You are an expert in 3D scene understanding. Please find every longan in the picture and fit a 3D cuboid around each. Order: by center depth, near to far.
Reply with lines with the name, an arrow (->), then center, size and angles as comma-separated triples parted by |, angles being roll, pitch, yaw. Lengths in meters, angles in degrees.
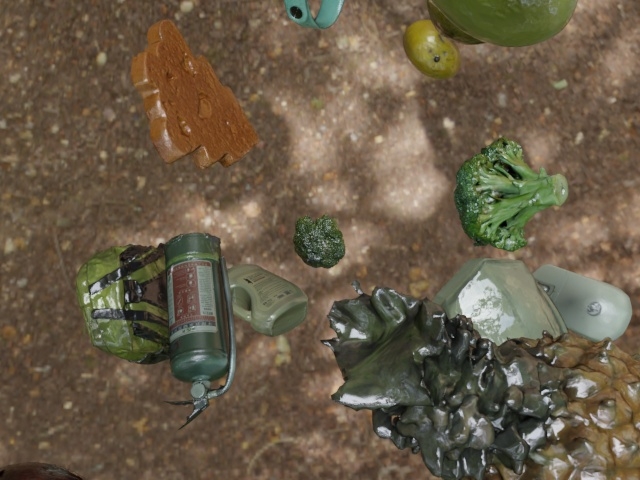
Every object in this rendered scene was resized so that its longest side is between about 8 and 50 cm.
longan -> 0.251, -0.399, 1.428 | 0.154, 0.145, 0.176 | 50, 128, 4

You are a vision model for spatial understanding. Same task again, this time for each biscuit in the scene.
biscuit -> -0.215, -0.226, 1.548 | 0.043, 0.283, 0.306 | -22, 148, 27

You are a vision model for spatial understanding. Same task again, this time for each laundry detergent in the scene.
laundry detergent -> -0.164, 0.135, 2.190 | 0.181, 0.253, 0.091 | -27, 135, -42

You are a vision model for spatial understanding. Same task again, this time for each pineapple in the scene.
pineapple -> 0.153, 0.132, 0.634 | 0.202, 0.202, 0.362 | -36, 125, 25

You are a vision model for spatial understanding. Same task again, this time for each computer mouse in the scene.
computer mouse -> 0.261, 0.217, 1.264 | 0.228, 0.145, 0.429 | -27, 127, -24
computer mouse -> 0.376, 0.088, 1.338 | 0.056, 0.182, 0.089 | 29, 87, -46

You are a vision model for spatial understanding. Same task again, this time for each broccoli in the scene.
broccoli -> 0.440, -0.113, 2.028 | 0.254, 0.269, 0.269 | 10, 135, -42
broccoli -> 0.000, 0.000, 2.291 | 0.146, 0.138, 0.162 | 18, 142, 11

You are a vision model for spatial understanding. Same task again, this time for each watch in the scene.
watch -> -0.013, -0.543, 1.775 | 0.068, 0.195, 0.237 | 15, 139, 27

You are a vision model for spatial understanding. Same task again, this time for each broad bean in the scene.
broad bean -> 0.185, -0.332, 1.015 | 0.189, 0.121, 0.263 | -23, 107, 42

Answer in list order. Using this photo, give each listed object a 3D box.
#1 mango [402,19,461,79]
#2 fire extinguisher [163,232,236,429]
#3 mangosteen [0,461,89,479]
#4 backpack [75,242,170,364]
mango -> 0.247, -0.411, 1.925 | 0.098, 0.137, 0.195 | -41, 172, 19
fire extinguisher -> -0.181, 0.132, 1.321 | 0.118, 0.294, 0.093 | -14, 149, 9
mangosteen -> -0.350, 0.333, 0.911 | 0.289, 0.231, 0.231 | 19, 130, -12
backpack -> -0.304, 0.102, 1.471 | 0.140, 0.207, 0.253 | -17, 171, 11
